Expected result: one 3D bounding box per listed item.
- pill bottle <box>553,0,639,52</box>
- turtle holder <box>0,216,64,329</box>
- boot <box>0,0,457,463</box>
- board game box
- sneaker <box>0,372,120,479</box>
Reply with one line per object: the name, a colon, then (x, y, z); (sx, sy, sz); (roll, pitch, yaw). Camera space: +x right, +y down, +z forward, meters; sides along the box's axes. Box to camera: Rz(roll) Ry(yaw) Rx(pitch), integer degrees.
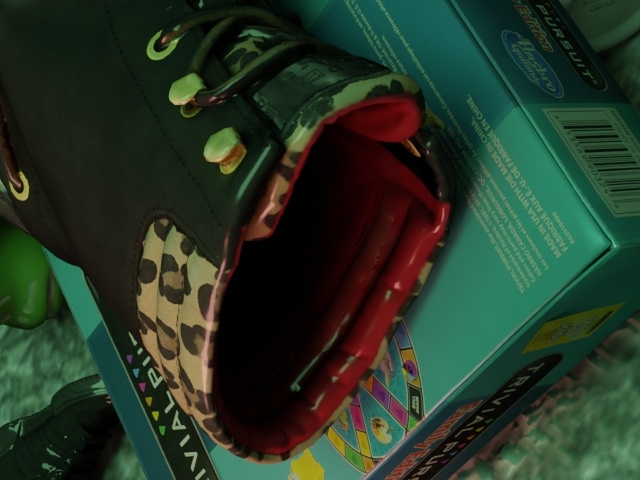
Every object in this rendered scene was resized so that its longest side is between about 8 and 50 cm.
pill bottle: (0.104, -0.174, 0.695); (0.087, 0.087, 0.160); (-43, 62, 24)
turtle holder: (-0.258, -0.102, 0.825); (0.320, 0.227, 0.243); (40, 128, 6)
boot: (-0.059, -0.116, 0.596); (0.284, 0.138, 0.377); (44, 128, 38)
board game box: (0.000, 0.000, 0.706); (0.336, 0.079, 0.253); (-50, 58, 39)
sneaker: (-0.161, 0.148, 0.874); (0.170, 0.051, 0.089); (-30, 68, 35)
